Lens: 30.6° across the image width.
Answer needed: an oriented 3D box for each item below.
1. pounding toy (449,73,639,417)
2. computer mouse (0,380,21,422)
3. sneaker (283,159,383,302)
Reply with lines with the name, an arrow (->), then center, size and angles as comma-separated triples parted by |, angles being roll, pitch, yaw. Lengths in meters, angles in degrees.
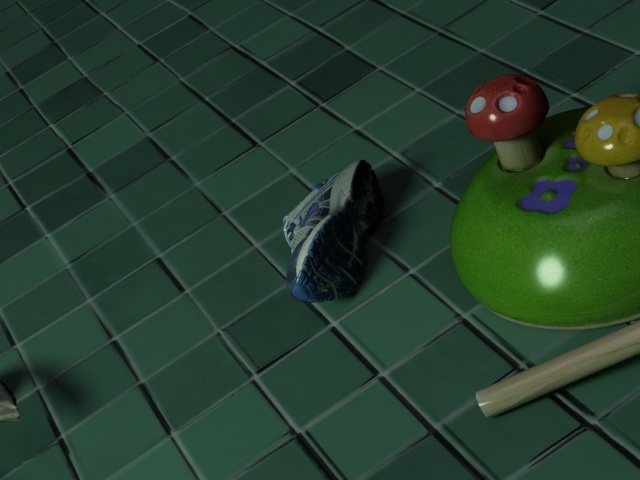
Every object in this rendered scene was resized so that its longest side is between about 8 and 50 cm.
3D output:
pounding toy -> 0.153, -0.031, 0.688 | 0.183, 0.110, 0.237 | -16, 36, 14
computer mouse -> -0.249, 0.176, 0.720 | 0.184, 0.060, 0.262 | -39, 25, -11
sneaker -> 0.000, 0.000, 0.806 | 0.058, 0.052, 0.135 | -15, 27, 31
